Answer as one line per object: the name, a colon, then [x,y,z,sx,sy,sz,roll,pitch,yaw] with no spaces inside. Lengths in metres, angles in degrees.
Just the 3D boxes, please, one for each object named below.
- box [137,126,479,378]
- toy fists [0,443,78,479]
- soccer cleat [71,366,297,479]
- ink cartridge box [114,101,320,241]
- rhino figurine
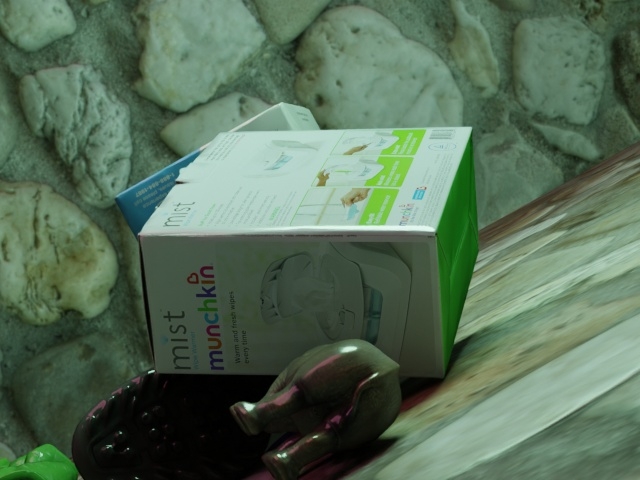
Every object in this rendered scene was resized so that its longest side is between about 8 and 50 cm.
box: [0.000,0.000,1.372,0.231,0.127,0.262,-1,21,11]
toy fists: [-0.408,0.323,1.943,0.279,0.096,0.142,-30,-1,2]
soccer cleat: [-0.074,0.138,1.398,0.318,0.109,0.116,-24,-8,-36]
ink cartridge box: [-0.044,0.025,1.748,0.198,0.270,0.197,-28,-2,8]
rhino figurine: [-0.002,0.113,1.162,0.106,0.073,0.243,-32,-1,-7]
